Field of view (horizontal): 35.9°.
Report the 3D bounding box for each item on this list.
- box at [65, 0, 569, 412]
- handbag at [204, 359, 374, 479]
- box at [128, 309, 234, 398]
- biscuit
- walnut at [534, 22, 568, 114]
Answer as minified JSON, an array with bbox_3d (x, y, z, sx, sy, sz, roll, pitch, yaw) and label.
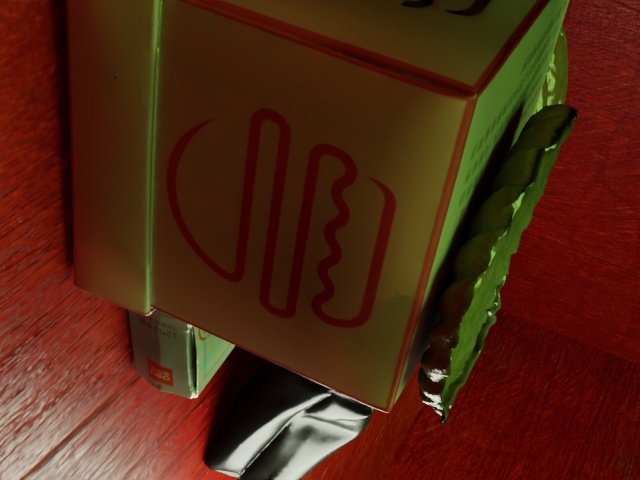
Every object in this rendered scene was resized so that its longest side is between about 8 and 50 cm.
[{"bbox_3d":[0.003,-0.104,0.811,0.314,0.300,0.312,-51,157,-47],"label":"box"},{"bbox_3d":[-0.007,0.179,1.362,0.342,0.152,0.288,-49,-169,44],"label":"handbag"},{"bbox_3d":[-0.101,0.026,1.047,0.269,0.079,0.135,-55,159,-40],"label":"box"},{"bbox_3d":[0.125,0.032,0.771,0.187,0.036,0.273,-46,156,-55],"label":"biscuit"},{"bbox_3d":[0.189,-0.216,1.343,0.332,0.333,0.332,-58,161,-33],"label":"walnut"}]
